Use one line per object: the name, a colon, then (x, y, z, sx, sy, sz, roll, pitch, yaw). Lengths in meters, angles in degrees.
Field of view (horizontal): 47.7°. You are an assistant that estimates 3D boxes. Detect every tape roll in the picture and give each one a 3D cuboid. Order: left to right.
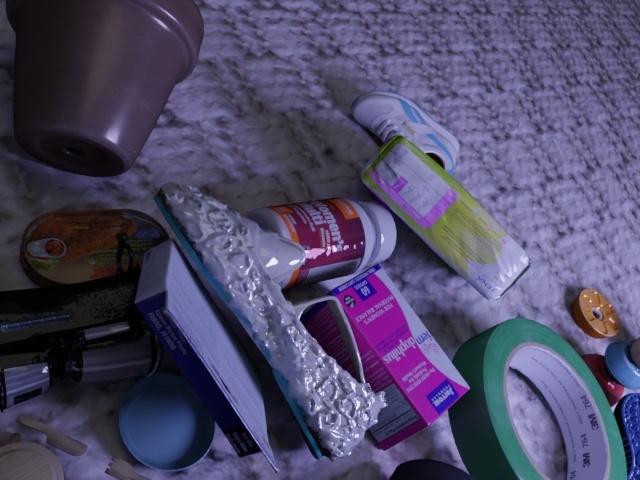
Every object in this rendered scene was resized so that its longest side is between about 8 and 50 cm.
tape roll: (0.329, 0.278, 1.088, 0.321, 0.077, 0.321, 23, 49, -30)

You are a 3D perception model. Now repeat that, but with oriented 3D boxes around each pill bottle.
pill bottle: (0.000, 0.000, 1.069, 0.221, 0.121, 0.121, -11, 65, -38)

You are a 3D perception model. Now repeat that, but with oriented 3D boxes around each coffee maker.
coffee maker: (-0.288, 0.092, 0.816, 0.178, 0.120, 0.171, -6, 46, -32)

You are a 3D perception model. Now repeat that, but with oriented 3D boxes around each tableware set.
tableware set: (-0.263, 0.278, 0.751, 0.194, 0.039, 0.128, 29, 58, -5)

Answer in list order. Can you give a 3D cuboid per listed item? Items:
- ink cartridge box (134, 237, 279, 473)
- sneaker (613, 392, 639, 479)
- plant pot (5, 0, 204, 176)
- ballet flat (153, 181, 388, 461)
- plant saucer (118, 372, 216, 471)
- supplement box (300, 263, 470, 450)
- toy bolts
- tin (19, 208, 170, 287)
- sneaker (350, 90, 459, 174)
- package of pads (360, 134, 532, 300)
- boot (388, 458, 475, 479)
ink cartridge box: (-0.128, 0.127, 0.803, 0.223, 0.045, 0.224, 61, 0, -19)
sneaker: (0.521, 0.368, 1.182, 0.081, 0.090, 0.233, 2, 73, 13)
plant pot: (-0.305, -0.216, 0.963, 0.263, 0.263, 0.230, 17, 69, -23)
ballet flat: (-0.052, 0.084, 0.923, 0.147, 0.147, 0.409, -36, 96, -44)
plant saucer: (-0.183, 0.217, 0.858, 0.119, 0.021, 0.119, 17, 51, -22)
supplement box: (0.084, 0.162, 1.016, 0.111, 0.114, 0.220, -27, 78, -44)
toy bolts: (0.559, 0.171, 1.293, 0.228, 0.158, 0.218, -28, 77, -43)
tin: (-0.286, 0.014, 0.928, 0.189, 0.040, 0.106, -3, 57, -35)
sneaker: (0.157, -0.195, 1.343, 0.228, 0.087, 0.092, 28, 49, -11)
package of pads: (0.202, -0.043, 1.181, 0.296, 0.101, 0.229, 43, 9, 1)
boot: (0.035, 0.323, 0.770, 0.367, 0.146, 0.445, 37, 23, 20)
